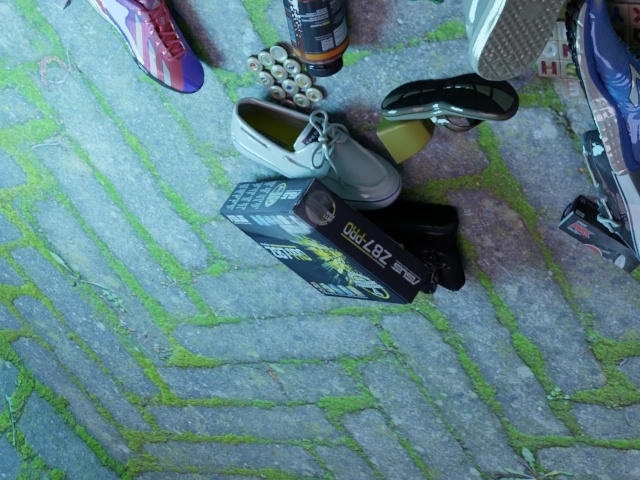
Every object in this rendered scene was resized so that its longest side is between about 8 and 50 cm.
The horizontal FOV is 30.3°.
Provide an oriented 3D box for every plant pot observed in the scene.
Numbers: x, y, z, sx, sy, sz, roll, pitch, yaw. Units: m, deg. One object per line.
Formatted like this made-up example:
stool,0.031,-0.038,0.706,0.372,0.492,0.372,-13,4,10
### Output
plant pot,0.166,-0.209,2.210,0.083,0.081,0.081,-20,123,30

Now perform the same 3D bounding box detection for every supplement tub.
supplement tub,-0.007,-0.385,2.086,0.106,0.106,0.198,11,139,21

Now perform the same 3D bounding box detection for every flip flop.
flip flop,0.233,-0.233,2.110,0.277,0.112,0.080,0,130,37

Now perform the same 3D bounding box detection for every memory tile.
memory tile,-0.069,-0.312,2.286,0.113,0.012,0.148,-16,124,42

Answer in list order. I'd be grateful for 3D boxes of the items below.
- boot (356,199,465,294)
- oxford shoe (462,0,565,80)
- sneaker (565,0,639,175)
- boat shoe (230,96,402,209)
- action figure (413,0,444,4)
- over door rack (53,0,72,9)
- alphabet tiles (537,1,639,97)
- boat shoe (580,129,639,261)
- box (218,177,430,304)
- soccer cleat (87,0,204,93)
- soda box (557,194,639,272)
boot,0.175,0.016,2.445,0.246,0.094,0.207,6,134,17
oxford shoe,0.335,-0.437,1.798,0.169,0.130,0.449,3,143,-21
sneaker,0.491,-0.271,1.905,0.147,0.130,0.330,-20,117,13
boat shoe,-0.009,-0.188,2.289,0.367,0.136,0.156,28,157,12
action figure,0.118,-0.471,1.945,0.232,0.063,0.137,42,139,-12
over door rack,-0.489,-0.584,2.090,0.239,0.108,0.324,35,124,-8
alphabet tiles,0.473,-0.311,1.956,0.237,0.009,0.198,8,139,23
boat shoe,0.543,-0.067,2.113,0.105,0.113,0.306,-1,132,41
box,0.000,0.000,2.408,0.318,0.097,0.395,40,165,-21
soccer cleat,-0.322,-0.411,2.251,0.116,0.108,0.318,-18,120,48
soda box,0.536,-0.012,2.226,0.169,0.053,0.060,32,142,-4
